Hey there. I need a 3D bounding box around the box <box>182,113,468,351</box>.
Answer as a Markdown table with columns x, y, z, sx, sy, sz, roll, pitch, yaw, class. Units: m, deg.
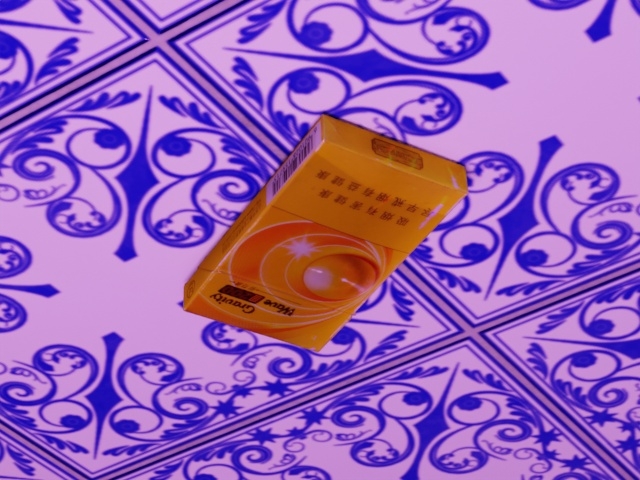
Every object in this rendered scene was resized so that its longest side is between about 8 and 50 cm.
| x | y | z | sx | sy | sz | roll | pitch | yaw | class |
| --- | --- | --- | --- | --- | --- | --- | --- | --- | --- |
| 0.000 | 0.000 | 1.592 | 0.152 | 0.043 | 0.269 | 20 | 136 | -23 | box |
